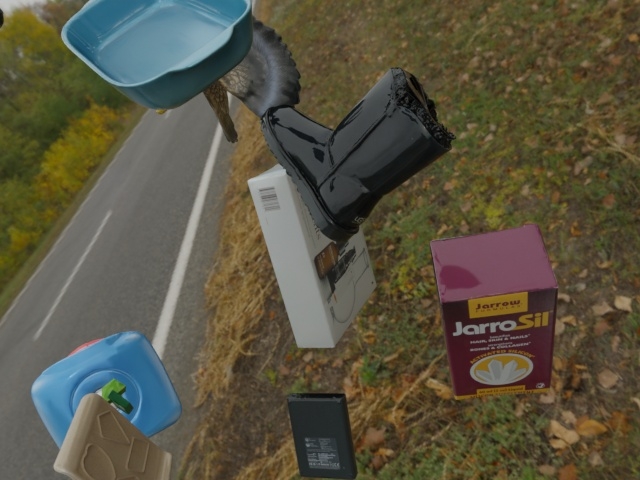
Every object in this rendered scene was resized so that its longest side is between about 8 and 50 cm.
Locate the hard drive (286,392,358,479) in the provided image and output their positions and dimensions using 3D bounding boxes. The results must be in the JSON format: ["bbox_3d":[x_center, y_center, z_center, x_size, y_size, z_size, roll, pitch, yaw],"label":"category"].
[{"bbox_3d":[0.002,0.305,0.843,0.094,0.135,0.022,-6,10,20],"label":"hard drive"}]

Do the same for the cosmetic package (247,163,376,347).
[{"bbox_3d":[0.000,0.000,1.182,0.098,0.376,0.284,-7,20,26],"label":"cosmetic package"}]

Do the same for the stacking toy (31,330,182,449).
[{"bbox_3d":[-0.340,0.231,0.901,0.175,0.165,0.302,-27,5,-14],"label":"stacking toy"}]

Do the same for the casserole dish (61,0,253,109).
[{"bbox_3d":[-0.121,-0.154,0.407,0.114,0.037,0.188,-41,50,-12],"label":"casserole dish"}]

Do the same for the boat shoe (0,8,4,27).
[{"bbox_3d":[-0.764,-0.462,1.079,0.109,0.088,0.258,-5,0,25],"label":"boat shoe"}]

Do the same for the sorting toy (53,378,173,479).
[{"bbox_3d":[-0.105,0.108,0.284,0.012,0.062,0.083,-40,21,6],"label":"sorting toy"}]

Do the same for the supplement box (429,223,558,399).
[{"bbox_3d":[0.177,0.081,0.555,0.104,0.188,0.080,-9,45,12],"label":"supplement box"}]

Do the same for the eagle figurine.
[{"bbox_3d":[-0.203,-0.298,0.888,0.225,0.299,0.226,-55,38,24],"label":"eagle figurine"}]

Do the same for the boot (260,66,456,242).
[{"bbox_3d":[0.042,-0.148,0.711,0.207,0.094,0.246,-45,58,27],"label":"boot"}]
